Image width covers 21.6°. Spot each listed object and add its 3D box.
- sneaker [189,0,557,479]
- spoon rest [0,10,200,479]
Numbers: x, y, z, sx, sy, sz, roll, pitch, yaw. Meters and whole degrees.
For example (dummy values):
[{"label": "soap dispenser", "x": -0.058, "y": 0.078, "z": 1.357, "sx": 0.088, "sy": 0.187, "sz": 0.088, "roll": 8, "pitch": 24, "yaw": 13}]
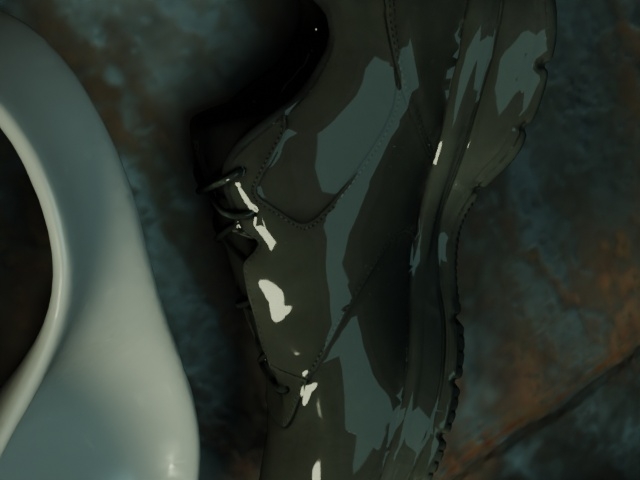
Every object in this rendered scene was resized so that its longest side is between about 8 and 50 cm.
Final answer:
[{"label": "sneaker", "x": 0.000, "y": 0.000, "z": 0.707, "sx": 0.130, "sy": 0.109, "sz": 0.286, "roll": 10, "pitch": 98, "yaw": -20}, {"label": "spoon rest", "x": -0.105, "y": 0.050, "z": 0.659, "sx": 0.137, "sy": 0.084, "sz": 0.276, "roll": -31, "pitch": 123, "yaw": -43}]
